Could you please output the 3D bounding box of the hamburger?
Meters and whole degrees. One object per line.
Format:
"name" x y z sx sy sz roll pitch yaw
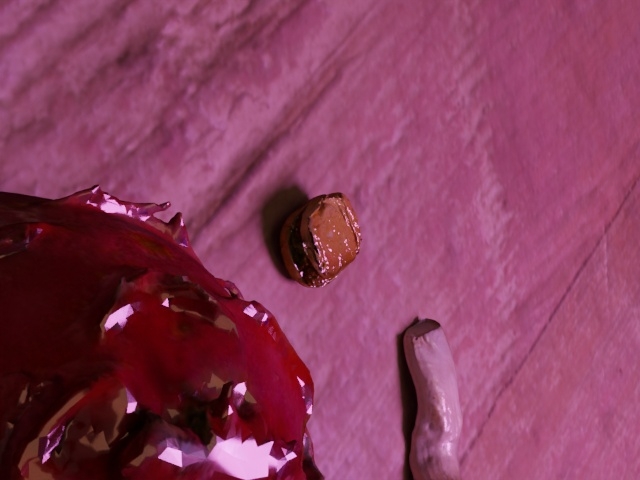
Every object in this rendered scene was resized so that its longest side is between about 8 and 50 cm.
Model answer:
"hamburger" 0.000 0.000 1.267 0.083 0.044 0.076 -37 113 -50

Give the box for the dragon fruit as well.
"dragon fruit" -0.140 0.145 0.923 0.386 0.249 0.370 26 71 -46

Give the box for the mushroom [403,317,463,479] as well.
"mushroom" 0.114 0.174 1.394 0.059 0.054 0.202 2 80 -51
